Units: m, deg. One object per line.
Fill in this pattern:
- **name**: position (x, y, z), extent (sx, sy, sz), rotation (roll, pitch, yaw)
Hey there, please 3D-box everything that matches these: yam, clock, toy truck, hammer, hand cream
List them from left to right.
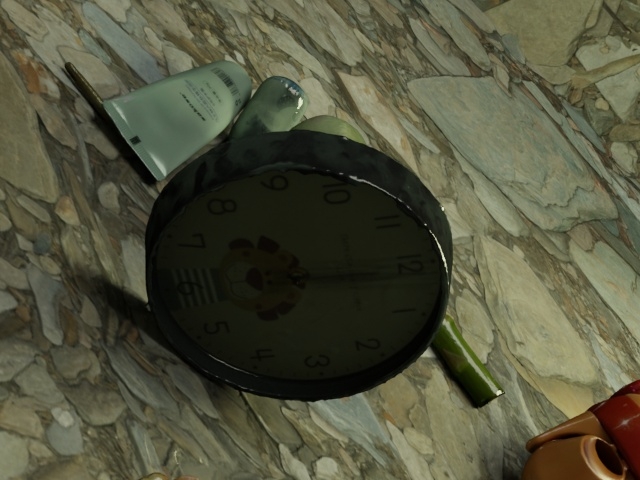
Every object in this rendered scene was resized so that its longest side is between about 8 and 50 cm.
- **yam**: position (-0.257, -0.161, 1.799), extent (0.107, 0.014, 0.014), rotation (50, 22, 1)
- **hand cream**: position (-0.163, -0.158, 1.910), extent (0.109, 0.067, 0.321), rotation (54, 24, -4)
- **hammer**: position (-0.051, -0.139, 2.067), extent (0.069, 0.116, 0.194), rotation (31, -5, 20)
- **clock**: position (-0.023, 0.034, 1.552), extent (0.312, 0.312, 0.061), rotation (39, 31, -25)
- **toy truck**: position (0.359, 0.312, 2.028), extent (0.189, 0.239, 0.265), rotation (61, -16, 25)

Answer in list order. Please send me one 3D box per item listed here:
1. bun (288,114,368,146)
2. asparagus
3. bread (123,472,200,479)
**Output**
- **bun**: position (0.000, 0.000, 1.840), extent (0.283, 0.179, 0.283), rotation (-22, 90, -79)
- **asparagus**: position (0.175, 0.143, 2.096), extent (0.045, 0.041, 0.178), rotation (-33, 80, -23)
- **bread**: position (-0.108, 0.289, 1.225), extent (0.244, 0.123, 0.190), rotation (47, 24, -3)
